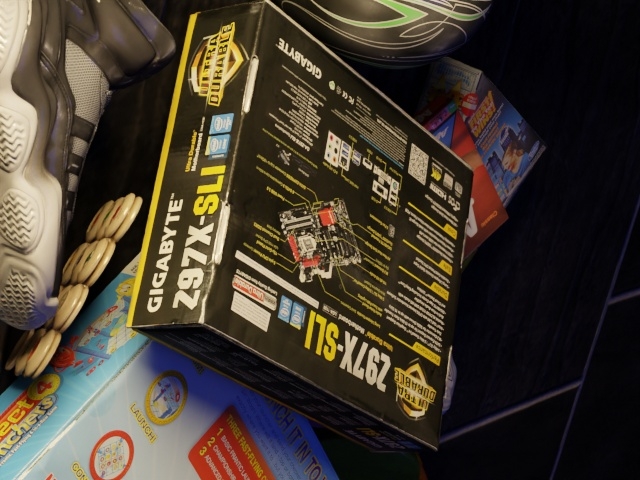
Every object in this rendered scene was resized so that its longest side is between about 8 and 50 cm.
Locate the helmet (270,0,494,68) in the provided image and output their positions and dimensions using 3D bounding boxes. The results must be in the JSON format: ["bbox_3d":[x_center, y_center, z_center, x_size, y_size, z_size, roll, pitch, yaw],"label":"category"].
[{"bbox_3d":[0.053,-0.211,1.241,0.169,0.161,0.169,-37,139,-40],"label":"helmet"}]

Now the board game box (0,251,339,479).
[{"bbox_3d":[-0.140,0.214,1.254,0.302,0.086,0.308,-48,132,-28],"label":"board game box"}]

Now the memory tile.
[{"bbox_3d":[-0.177,0.032,1.134,0.012,0.113,0.148,32,79,-15],"label":"memory tile"}]

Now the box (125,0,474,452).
[{"bbox_3d":[0.000,0.000,1.246,0.322,0.079,0.257,33,61,-48],"label":"box"}]

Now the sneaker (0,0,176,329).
[{"bbox_3d":[-0.168,-0.075,1.051,0.153,0.101,0.269,-31,133,-41],"label":"sneaker"}]

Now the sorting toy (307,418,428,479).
[{"bbox_3d":[0.048,0.193,1.618,0.365,0.127,0.126,64,28,-50],"label":"sorting toy"}]

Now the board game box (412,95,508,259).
[{"bbox_3d":[0.045,0.011,1.437,0.281,0.027,0.145,-42,125,-19],"label":"board game box"}]

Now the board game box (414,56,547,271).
[{"bbox_3d":[0.131,-0.081,1.558,0.194,0.060,0.194,-54,146,-16],"label":"board game box"}]

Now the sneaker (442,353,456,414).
[{"bbox_3d":[0.077,0.083,1.590,0.086,0.085,0.237,-94,167,-48],"label":"sneaker"}]
